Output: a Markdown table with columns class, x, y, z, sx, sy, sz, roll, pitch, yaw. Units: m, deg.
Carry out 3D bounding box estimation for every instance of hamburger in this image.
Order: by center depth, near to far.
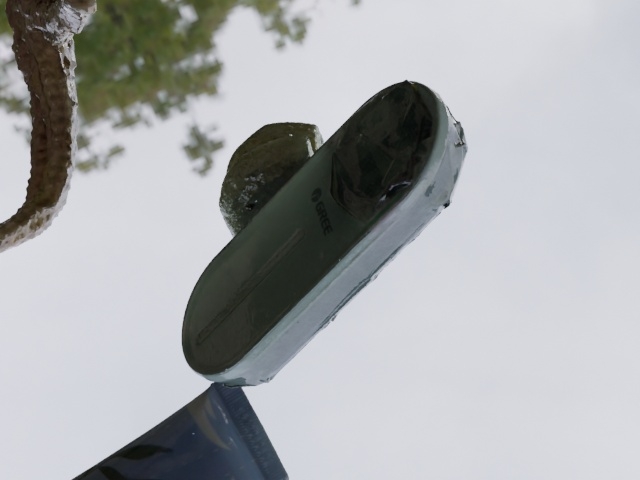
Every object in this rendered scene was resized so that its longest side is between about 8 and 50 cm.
| class | x | y | z | sx | sy | sz | roll | pitch | yaw |
| --- | --- | --- | --- | --- | --- | --- | --- | --- | --- |
| hamburger | -0.028 | -0.021 | 1.088 | 0.084 | 0.121 | 0.054 | -15 | -148 | 14 |

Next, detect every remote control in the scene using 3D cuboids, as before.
| class | x | y | z | sx | sy | sz | roll | pitch | yaw |
| --- | --- | --- | --- | --- | --- | --- | --- | --- | --- |
| remote control | 0.000 | 0.000 | 0.994 | 0.247 | 0.052 | 0.104 | -45 | -143 | 23 |

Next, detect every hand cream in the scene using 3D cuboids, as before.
| class | x | y | z | sx | sy | sz | roll | pitch | yaw |
| --- | --- | --- | --- | --- | --- | --- | --- | --- | --- |
| hand cream | -0.159 | 0.191 | 1.055 | 0.271 | 0.091 | 0.058 | -28 | -170 | -4 |

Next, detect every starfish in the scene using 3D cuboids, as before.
| class | x | y | z | sx | sy | sz | roll | pitch | yaw |
| --- | --- | --- | --- | --- | --- | --- | --- | --- | --- |
| starfish | -0.236 | -0.181 | 1.029 | 0.132 | 0.384 | 0.398 | -13 | -108 | -11 |
